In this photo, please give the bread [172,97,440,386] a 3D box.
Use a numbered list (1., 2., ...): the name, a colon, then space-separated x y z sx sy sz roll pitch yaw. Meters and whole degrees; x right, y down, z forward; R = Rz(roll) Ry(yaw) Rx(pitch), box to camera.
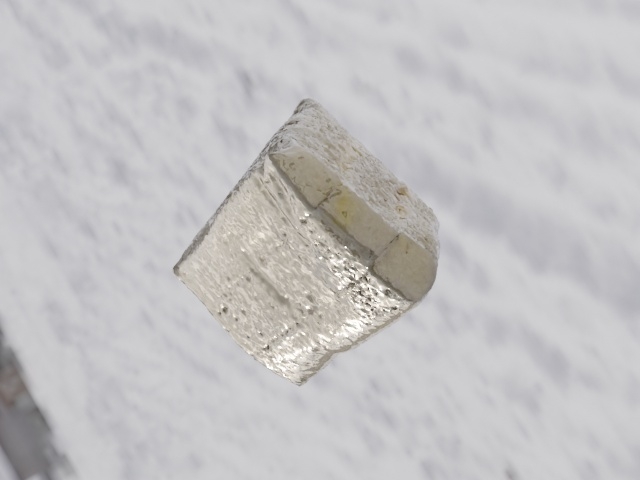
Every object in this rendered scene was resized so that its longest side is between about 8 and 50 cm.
1. bread: 0.015 -0.016 0.719 0.077 0.105 0.152 42 156 -4
